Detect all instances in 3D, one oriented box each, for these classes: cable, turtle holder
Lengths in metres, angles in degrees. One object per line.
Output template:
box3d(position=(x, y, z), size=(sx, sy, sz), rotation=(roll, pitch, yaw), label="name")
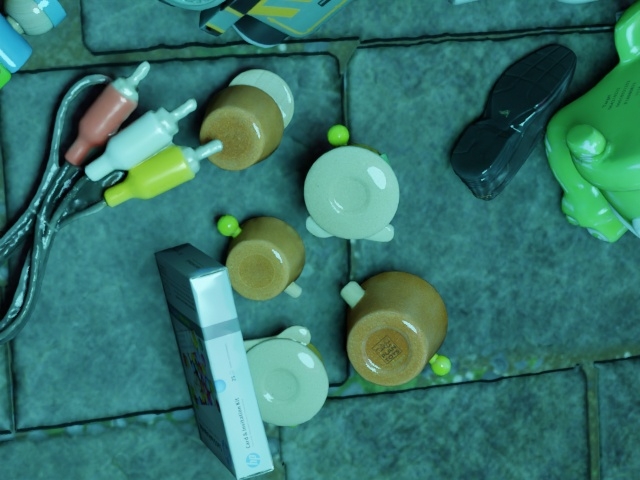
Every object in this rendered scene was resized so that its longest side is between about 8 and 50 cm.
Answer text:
box3d(position=(-0.229, -0.039, 1.693), size=(0.287, 0.072, 0.139), rotation=(-42, 85, -4), label="cable")
box3d(position=(0.343, -0.076, 1.739), size=(0.320, 0.243, 0.227), rotation=(-33, 114, 22), label="turtle holder")

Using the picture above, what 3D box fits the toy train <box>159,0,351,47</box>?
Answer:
box3d(position=(-0.008, -0.276, 1.615), size=(0.190, 0.334, 0.142), rotation=(26, 49, -27), label="toy train")

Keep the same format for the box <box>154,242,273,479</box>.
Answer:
box3d(position=(-0.096, 0.105, 1.728), size=(0.038, 0.145, 0.186), rotation=(-17, 104, -14), label="box")

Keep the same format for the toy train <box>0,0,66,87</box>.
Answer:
box3d(position=(-0.339, -0.226, 1.619), size=(0.143, 0.105, 0.248), rotation=(-46, 109, -12), label="toy train")

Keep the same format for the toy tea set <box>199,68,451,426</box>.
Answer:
box3d(position=(0.000, 0.000, 1.784), size=(0.200, 0.124, 0.336), rotation=(-9, 106, 12), label="toy tea set")

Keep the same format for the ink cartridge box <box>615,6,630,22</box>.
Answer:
box3d(position=(0.378, -0.160, 1.909), size=(0.145, 0.045, 0.179), rotation=(-20, 101, -15), label="ink cartridge box")

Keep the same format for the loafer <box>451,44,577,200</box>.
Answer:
box3d(position=(0.188, -0.113, 1.849), size=(0.170, 0.062, 0.061), rotation=(-49, 144, -12), label="loafer")

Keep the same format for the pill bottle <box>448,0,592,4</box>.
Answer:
box3d(position=(0.292, -0.344, 1.734), size=(0.407, 0.229, 0.229), rotation=(-15, 103, -3), label="pill bottle")
